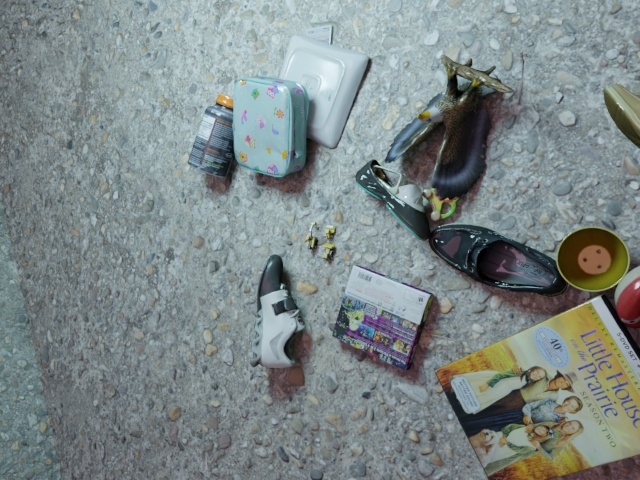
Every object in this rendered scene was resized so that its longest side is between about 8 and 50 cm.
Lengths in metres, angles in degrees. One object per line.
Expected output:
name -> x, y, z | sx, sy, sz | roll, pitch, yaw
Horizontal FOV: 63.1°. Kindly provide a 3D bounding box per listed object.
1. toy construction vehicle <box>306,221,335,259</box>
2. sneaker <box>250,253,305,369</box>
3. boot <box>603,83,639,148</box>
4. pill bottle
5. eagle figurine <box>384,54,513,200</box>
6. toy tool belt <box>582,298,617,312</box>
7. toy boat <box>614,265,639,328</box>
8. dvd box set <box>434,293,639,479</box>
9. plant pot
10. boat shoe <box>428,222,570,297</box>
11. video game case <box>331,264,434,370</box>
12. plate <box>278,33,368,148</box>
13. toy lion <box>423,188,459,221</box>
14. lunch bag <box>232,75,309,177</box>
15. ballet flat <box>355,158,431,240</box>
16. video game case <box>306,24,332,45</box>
toy construction vehicle -> 0.000, 0.000, 1.488 | 0.086, 0.035, 0.098 | 14, 94, 30
sneaker -> -0.108, 0.207, 1.509 | 0.146, 0.122, 0.330 | 4, 88, 13
boot -> 0.727, -0.266, 1.041 | 0.203, 0.095, 0.261 | -37, 55, 15
pill bottle -> -0.318, -0.332, 1.640 | 0.131, 0.130, 0.245 | 28, 101, 29
eagle figurine -> 0.303, -0.283, 1.263 | 0.226, 0.225, 0.298 | -94, 14, -51
toy tool belt -> 0.606, 0.151, 1.112 | 0.083, 0.052, 0.051 | -1, 78, 31
toy boat -> 0.690, 0.123, 0.981 | 0.231, 0.151, 0.151 | -15, 44, 24
dvd box set -> 0.495, 0.343, 1.132 | 0.420, 0.062, 0.307 | -35, 71, 32
plant pot -> 0.580, 0.040, 1.108 | 0.134, 0.095, 0.134 | -1, 87, 31
boat shoe -> 0.395, 0.043, 1.206 | 0.340, 0.113, 0.127 | 28, 103, 29
video game case -> 0.160, 0.200, 1.378 | 0.232, 0.042, 0.210 | 20, 97, 30
plate -> -0.027, -0.441, 1.515 | 0.278, 0.045, 0.277 | 28, 104, 27
toy lion -> 0.313, -0.108, 1.314 | 0.096, 0.034, 0.100 | -22, 77, 20
lunch bag -> -0.140, -0.324, 1.509 | 0.224, 0.108, 0.279 | 16, 118, 27
ballet flat -> 0.194, -0.117, 1.329 | 0.280, 0.095, 0.096 | 45, 113, 31
video game case -> -0.007, -0.568, 1.538 | 0.087, 0.011, 0.121 | 3, 89, 30
